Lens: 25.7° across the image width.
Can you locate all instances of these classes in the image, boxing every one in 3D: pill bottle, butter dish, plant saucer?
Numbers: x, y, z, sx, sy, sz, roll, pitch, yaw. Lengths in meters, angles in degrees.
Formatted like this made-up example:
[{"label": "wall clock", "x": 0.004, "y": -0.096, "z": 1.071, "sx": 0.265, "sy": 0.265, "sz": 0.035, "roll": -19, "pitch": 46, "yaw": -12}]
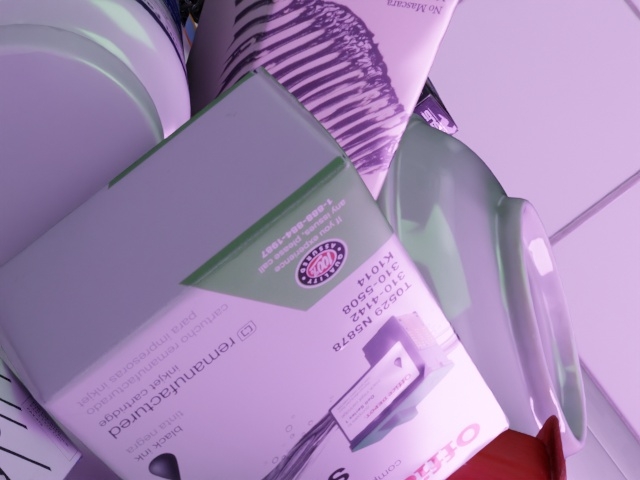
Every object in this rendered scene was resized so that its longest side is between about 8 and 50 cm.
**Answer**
[{"label": "pill bottle", "x": -0.146, "y": -0.085, "z": 0.738, "sx": 0.153, "sy": 0.153, "sz": 0.264, "roll": 47, "pitch": 12, "yaw": -24}, {"label": "butter dish", "x": 0.082, "y": 0.177, "z": 0.924, "sx": 0.118, "sy": 0.160, "sz": 0.160, "roll": 29, "pitch": 11, "yaw": 1}, {"label": "plant saucer", "x": 0.146, "y": 0.078, "z": 1.158, "sx": 0.400, "sy": 0.101, "sz": 0.400, "roll": -13, "pitch": 90, "yaw": -74}]

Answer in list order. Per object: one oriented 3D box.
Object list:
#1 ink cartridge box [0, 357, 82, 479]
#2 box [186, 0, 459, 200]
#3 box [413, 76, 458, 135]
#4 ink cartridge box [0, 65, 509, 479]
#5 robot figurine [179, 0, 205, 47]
[{"label": "ink cartridge box", "x": -0.180, "y": 0.029, "z": 0.519, "sx": 0.207, "sy": 0.046, "sz": 0.097, "roll": 51, "pitch": 10, "yaw": -5}, {"label": "box", "x": -0.025, "y": -0.059, "z": 0.814, "sx": 0.113, "sy": 0.275, "sz": 0.094, "roll": 2, "pitch": 37, "yaw": -24}, {"label": "box", "x": 0.045, "y": -0.129, "z": 1.574, "sx": 0.056, "sy": 0.183, "sz": 0.231, "roll": 48, "pitch": 12, "yaw": -24}, {"label": "ink cartridge box", "x": -0.025, "y": 0.056, "z": 0.650, "sx": 0.092, "sy": 0.160, "sz": 0.219, "roll": 47, "pitch": -5, "yaw": 45}, {"label": "robot figurine", "x": -0.073, "y": -0.274, "z": 1.527, "sx": 0.291, "sy": 0.211, "sz": 0.085, "roll": 63, "pitch": 17, "yaw": 17}]
